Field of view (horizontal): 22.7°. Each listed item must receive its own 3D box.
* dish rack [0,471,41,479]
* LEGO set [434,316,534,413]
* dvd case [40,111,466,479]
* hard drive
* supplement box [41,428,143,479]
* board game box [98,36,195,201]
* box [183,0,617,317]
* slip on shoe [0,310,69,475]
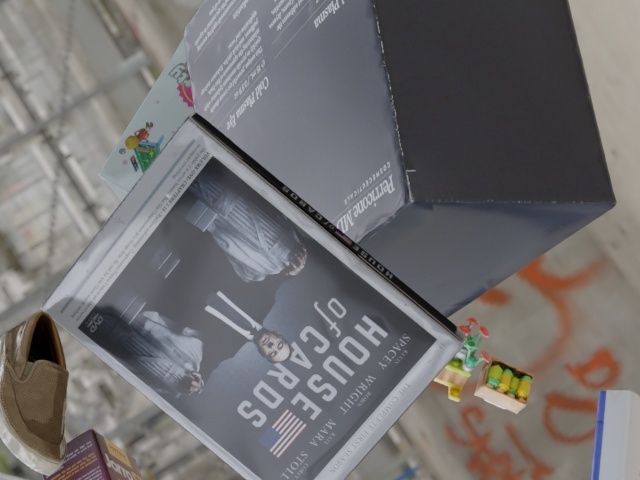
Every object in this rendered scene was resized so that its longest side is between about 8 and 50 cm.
[{"bbox_3d":[-0.366,0.314,1.433,0.072,0.333,0.285,-88,19,-53],"label":"dish rack"},{"bbox_3d":[0.088,0.052,1.521,0.287,0.132,0.107,41,124,20],"label":"LEGO set"},{"bbox_3d":[-0.048,0.056,1.088,0.239,0.179,0.029,40,-163,0],"label":"dvd case"},{"bbox_3d":[0.283,0.323,1.458,0.210,0.040,0.318,46,-133,-54],"label":"hard drive"},{"bbox_3d":[-0.244,0.326,1.842,0.104,0.081,0.188,47,-168,-51],"label":"supplement box"},{"bbox_3d":[-0.099,-0.151,1.656,0.097,0.303,0.224,30,173,6],"label":"board game box"},{"bbox_3d":[0.044,-0.107,1.288,0.343,0.179,0.312,139,127,-57],"label":"box"},{"bbox_3d":[-0.184,0.097,1.039,0.051,0.041,0.135,36,-163,-28],"label":"slip on shoe"}]
